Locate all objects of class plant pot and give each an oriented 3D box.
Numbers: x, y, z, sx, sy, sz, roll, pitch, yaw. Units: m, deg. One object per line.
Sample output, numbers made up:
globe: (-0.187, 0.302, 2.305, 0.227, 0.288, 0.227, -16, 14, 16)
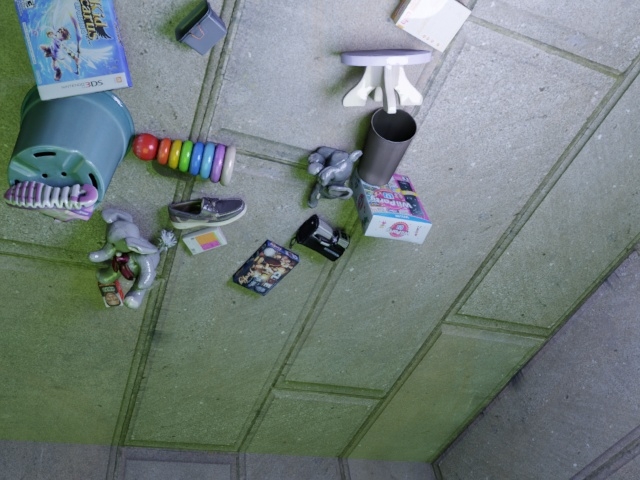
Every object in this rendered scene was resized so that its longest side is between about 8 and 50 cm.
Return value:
plant pot: (-0.753, -0.262, 1.638, 0.341, 0.334, 0.341, -5, 131, -6)

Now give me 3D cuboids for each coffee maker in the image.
coffee maker: (0.000, 0.000, 2.171, 0.178, 0.120, 0.171, 31, 142, -30)

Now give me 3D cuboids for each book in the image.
book: (-0.447, -0.001, 2.128, 0.144, 0.035, 0.096, -17, 135, 5)

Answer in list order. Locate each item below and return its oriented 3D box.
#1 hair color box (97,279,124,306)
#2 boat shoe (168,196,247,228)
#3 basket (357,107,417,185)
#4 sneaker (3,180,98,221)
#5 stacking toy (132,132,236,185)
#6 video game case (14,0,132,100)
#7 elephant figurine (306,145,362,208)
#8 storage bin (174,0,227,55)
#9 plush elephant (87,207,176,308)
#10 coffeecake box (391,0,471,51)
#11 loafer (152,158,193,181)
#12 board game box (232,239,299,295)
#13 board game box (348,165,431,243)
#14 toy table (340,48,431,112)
hair color box: (-0.849, 0.206, 2.226, 0.072, 0.043, 0.141, -6, 133, -6)
boat shoe: (-0.414, -0.111, 1.992, 0.285, 0.102, 0.092, -8, 137, 4)
basket: (0.219, -0.313, 1.891, 0.154, 0.204, 0.227, 25, 138, 4)
sneaker: (-0.735, -0.096, 1.507, 0.236, 0.095, 0.104, 2, 138, -14)
stacking toy: (-0.456, -0.278, 1.823, 0.330, 0.141, 0.141, 10, 129, -13)
video game case: (-0.676, -0.540, 1.512, 0.244, 0.061, 0.269, -10, 104, -3)
elephant figurine: (0.044, -0.215, 1.972, 0.169, 0.186, 0.239, -51, 149, -23)
storage bin: (-0.338, -0.603, 1.582, 0.135, 0.098, 0.091, -36, 138, 20)
plush elephant: (-0.702, 0.039, 1.969, 0.330, 0.272, 0.255, -47, 143, -7)
coffeecake box: (0.331, -0.679, 1.648, 0.185, 0.068, 0.142, 20, 125, -25)
loafer: (-0.506, -0.246, 1.891, 0.148, 0.050, 0.056, 22, 122, -8)
board game box: (-0.226, 0.117, 2.265, 0.165, 0.042, 0.243, 29, 121, -31)
board game box: (0.241, -0.130, 1.959, 0.224, 0.303, 0.097, 8, 129, -17)
toy table: (0.198, -0.496, 1.687, 0.274, 0.252, 0.160, 2, 115, 4)
